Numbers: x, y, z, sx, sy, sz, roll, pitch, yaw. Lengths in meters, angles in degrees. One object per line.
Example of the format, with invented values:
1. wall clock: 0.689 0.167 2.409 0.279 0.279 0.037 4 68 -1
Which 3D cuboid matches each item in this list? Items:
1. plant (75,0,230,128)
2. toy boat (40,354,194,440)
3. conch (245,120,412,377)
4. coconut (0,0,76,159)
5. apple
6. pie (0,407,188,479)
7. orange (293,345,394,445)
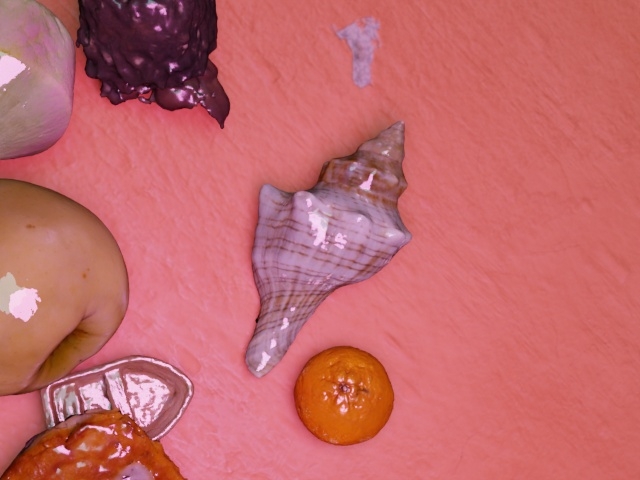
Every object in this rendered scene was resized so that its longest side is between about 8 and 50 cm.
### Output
1. plant: -0.219 -0.279 1.313 0.204 0.234 0.178 9 56 9
2. toy boat: -0.257 0.211 1.289 0.188 0.061 0.116 -13 83 -16
3. conch: 0.000 -0.007 1.345 0.203 0.169 0.386 33 70 19
4. coconut: -0.410 -0.199 1.247 0.205 0.236 0.235 -19 85 24
5. apple: -0.365 0.057 1.196 0.262 0.262 0.262 2 80 -15
6. pie: -0.273 0.359 1.220 0.308 0.085 0.308 -4 101 -22
7. orange: 0.033 0.207 1.338 0.136 0.117 0.135 1 87 -13
